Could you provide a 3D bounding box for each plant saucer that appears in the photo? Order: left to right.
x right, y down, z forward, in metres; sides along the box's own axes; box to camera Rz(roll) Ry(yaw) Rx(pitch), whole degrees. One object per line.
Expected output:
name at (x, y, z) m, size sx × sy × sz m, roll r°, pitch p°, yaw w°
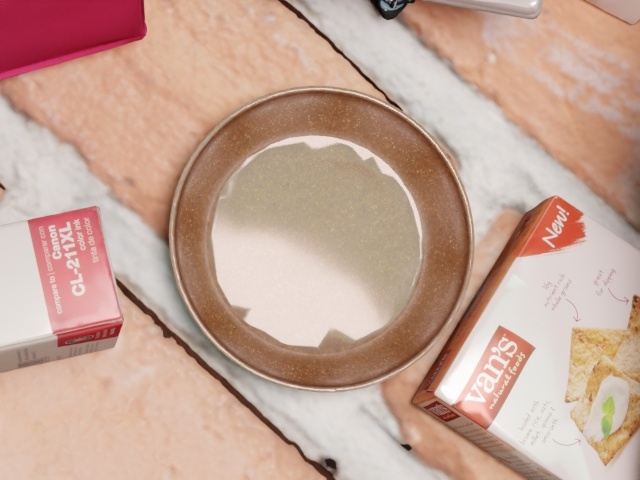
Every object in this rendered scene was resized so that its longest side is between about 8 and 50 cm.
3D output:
plant saucer at (0.000, 0.000, 0.987) m, size 0.199 × 0.036 × 0.198 m, roll 1°, pitch 81°, yaw -9°

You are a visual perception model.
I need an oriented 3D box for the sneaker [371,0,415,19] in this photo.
sneaker at (0.064, -0.179, 1.021) m, size 0.162 × 0.063 × 0.073 m, roll 14°, pitch 89°, yaw 1°

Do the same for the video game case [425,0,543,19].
video game case at (0.024, -0.262, 0.984) m, size 0.285 × 0.025 × 0.204 m, roll 12°, pitch 79°, yaw 14°

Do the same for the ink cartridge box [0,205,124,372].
ink cartridge box at (-0.210, 0.041, 0.894) m, size 0.175 × 0.127 × 0.072 m, roll -12°, pitch 83°, yaw -12°

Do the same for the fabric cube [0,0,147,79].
fabric cube at (-0.251, -0.226, 0.851) m, size 0.259 × 0.258 × 0.254 m, roll -18°, pitch 84°, yaw -7°

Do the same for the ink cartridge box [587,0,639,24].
ink cartridge box at (0.238, -0.260, 0.968) m, size 0.100 × 0.237 × 0.172 m, roll 28°, pitch 77°, yaw -8°

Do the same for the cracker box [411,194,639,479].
cracker box at (0.198, 0.100, 0.983) m, size 0.232 × 0.067 × 0.155 m, roll 33°, pitch 76°, yaw -2°
